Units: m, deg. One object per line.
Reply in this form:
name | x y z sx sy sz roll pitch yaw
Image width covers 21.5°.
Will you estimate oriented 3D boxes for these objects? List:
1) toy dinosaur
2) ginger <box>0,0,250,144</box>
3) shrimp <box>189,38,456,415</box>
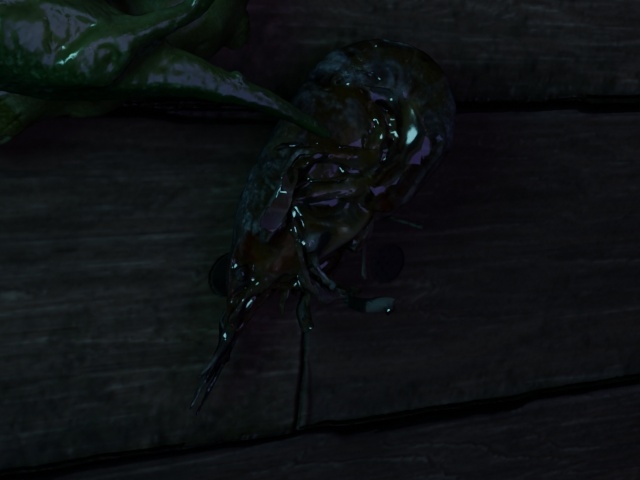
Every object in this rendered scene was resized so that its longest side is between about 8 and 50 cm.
toy dinosaur | -0.223 -0.095 1.080 0.447 0.087 0.301 34 91 -21
ginger | -0.157 -0.160 1.190 0.290 0.089 0.137 -20 91 -25
shrimp | -0.006 -0.003 1.340 0.145 0.116 0.343 32 87 -16
